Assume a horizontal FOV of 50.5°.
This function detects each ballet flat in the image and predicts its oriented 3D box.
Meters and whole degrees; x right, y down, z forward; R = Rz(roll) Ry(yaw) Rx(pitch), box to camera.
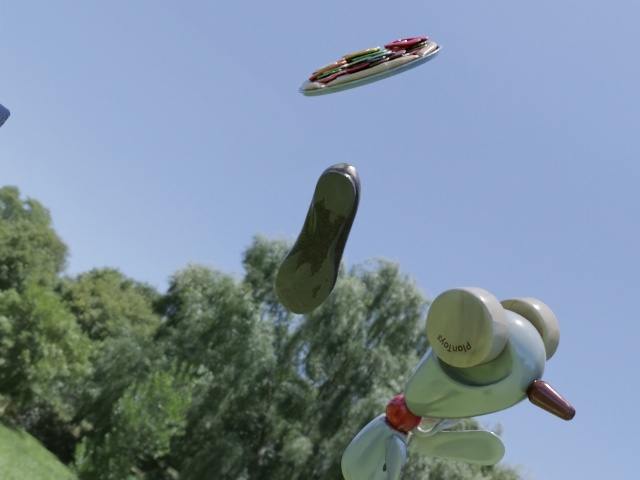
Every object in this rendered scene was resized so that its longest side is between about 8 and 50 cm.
[{"bbox_3d":[0.000,0.000,0.929,0.084,0.058,0.249,23,-56,7],"label":"ballet flat"}]

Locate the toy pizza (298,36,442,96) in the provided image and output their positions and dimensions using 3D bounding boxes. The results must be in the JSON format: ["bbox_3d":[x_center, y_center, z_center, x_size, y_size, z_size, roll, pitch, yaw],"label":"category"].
[{"bbox_3d":[0.063,-0.240,0.915,0.201,0.201,0.032,4,-62,48],"label":"toy pizza"}]

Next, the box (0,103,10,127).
[{"bbox_3d":[-0.353,0.029,0.425,0.073,0.293,0.295,40,11,-18],"label":"box"}]

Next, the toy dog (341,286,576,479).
[{"bbox_3d":[0.160,0.200,0.761,0.161,0.220,0.333,55,-35,37],"label":"toy dog"}]
